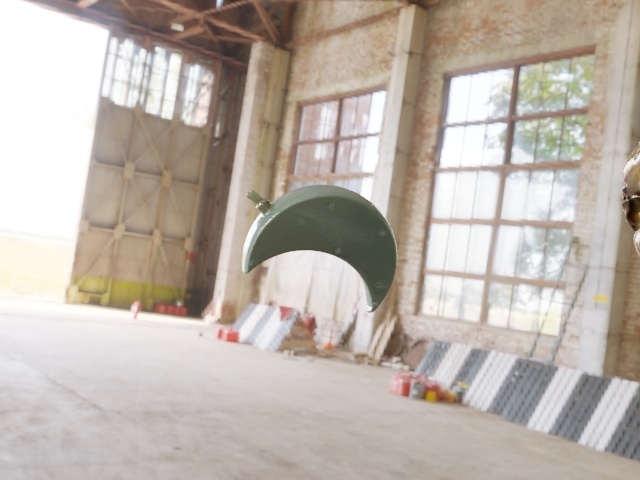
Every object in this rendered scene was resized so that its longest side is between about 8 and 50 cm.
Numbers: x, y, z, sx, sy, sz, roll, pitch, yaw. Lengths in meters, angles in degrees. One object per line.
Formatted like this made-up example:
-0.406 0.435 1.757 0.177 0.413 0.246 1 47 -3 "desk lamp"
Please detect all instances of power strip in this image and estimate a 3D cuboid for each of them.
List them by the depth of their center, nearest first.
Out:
0.000 0.000 1.047 0.253 0.168 0.054 21 15 -19 "power strip"

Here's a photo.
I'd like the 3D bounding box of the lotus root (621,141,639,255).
0.476 -0.038 0.899 0.272 0.272 0.192 10 -28 -28 "lotus root"
